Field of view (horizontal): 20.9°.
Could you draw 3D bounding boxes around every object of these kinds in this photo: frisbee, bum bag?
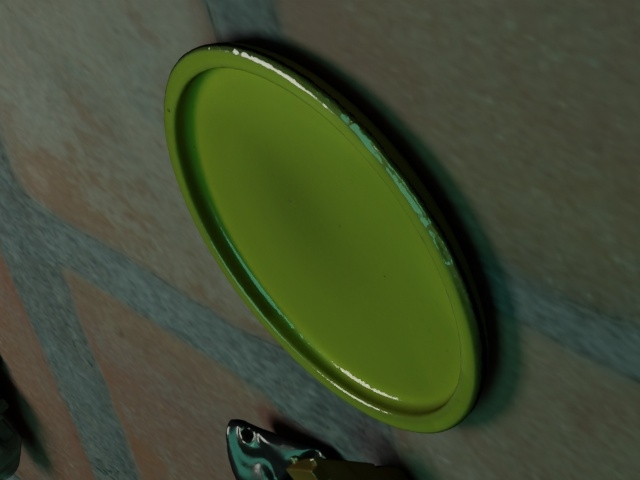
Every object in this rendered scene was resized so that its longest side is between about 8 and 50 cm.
[{"bbox_3d":[0.000,0.000,0.886,0.236,0.017,0.236,39,152,26],"label":"frisbee"},{"bbox_3d":[-0.004,0.226,1.127,0.123,0.060,0.248,29,145,41],"label":"bum bag"}]

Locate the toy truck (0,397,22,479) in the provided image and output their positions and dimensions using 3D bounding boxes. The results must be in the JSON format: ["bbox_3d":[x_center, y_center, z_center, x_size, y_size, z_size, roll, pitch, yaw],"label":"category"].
[{"bbox_3d":[-0.373,0.110,1.551,0.256,0.108,0.140,40,165,19],"label":"toy truck"}]

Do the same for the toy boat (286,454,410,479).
[{"bbox_3d":[0.045,0.204,0.997,0.200,0.077,0.057,58,155,-9],"label":"toy boat"}]
